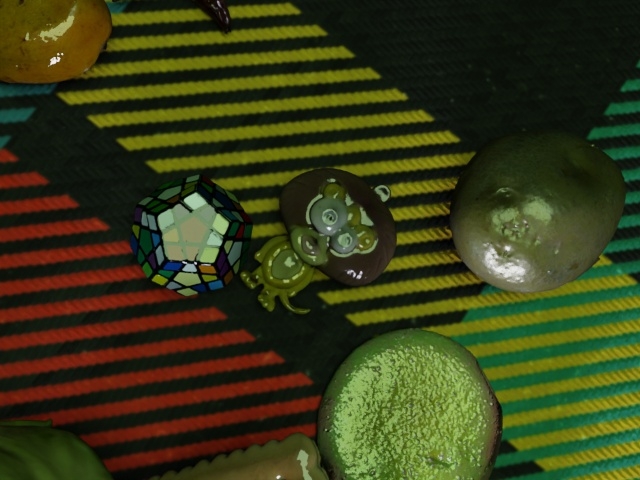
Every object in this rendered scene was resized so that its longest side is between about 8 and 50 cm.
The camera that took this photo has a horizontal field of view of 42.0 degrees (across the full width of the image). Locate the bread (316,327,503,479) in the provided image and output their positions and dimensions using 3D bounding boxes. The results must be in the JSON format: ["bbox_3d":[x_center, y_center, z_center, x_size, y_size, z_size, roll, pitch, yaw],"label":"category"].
[{"bbox_3d":[0.108,0.216,0.966,0.229,0.033,0.228,2,83,-13],"label":"bread"}]

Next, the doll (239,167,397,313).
[{"bbox_3d":[0.005,0.007,0.942,0.145,0.096,0.188,28,89,1],"label":"doll"}]

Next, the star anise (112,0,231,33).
[{"bbox_3d":[-0.154,-0.330,0.925,0.141,0.144,0.158,4,82,-19],"label":"star anise"}]

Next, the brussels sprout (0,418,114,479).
[{"bbox_3d":[-0.306,0.306,0.735,0.247,0.328,0.328,2,82,-33],"label":"brussels sprout"}]

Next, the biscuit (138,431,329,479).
[{"bbox_3d":[-0.120,0.332,0.828,0.325,0.044,0.217,-19,88,16],"label":"biscuit"}]

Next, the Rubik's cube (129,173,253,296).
[{"bbox_3d":[-0.139,-0.005,0.901,0.133,0.133,0.112,42,104,-4],"label":"Rubik's cube"}]

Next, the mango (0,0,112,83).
[{"bbox_3d":[-0.308,-0.223,0.905,0.165,0.089,0.115,-28,88,-10],"label":"mango"}]

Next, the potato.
[{"bbox_3d":[0.252,-0.038,0.968,0.235,0.160,0.177,-17,107,-22],"label":"potato"}]
